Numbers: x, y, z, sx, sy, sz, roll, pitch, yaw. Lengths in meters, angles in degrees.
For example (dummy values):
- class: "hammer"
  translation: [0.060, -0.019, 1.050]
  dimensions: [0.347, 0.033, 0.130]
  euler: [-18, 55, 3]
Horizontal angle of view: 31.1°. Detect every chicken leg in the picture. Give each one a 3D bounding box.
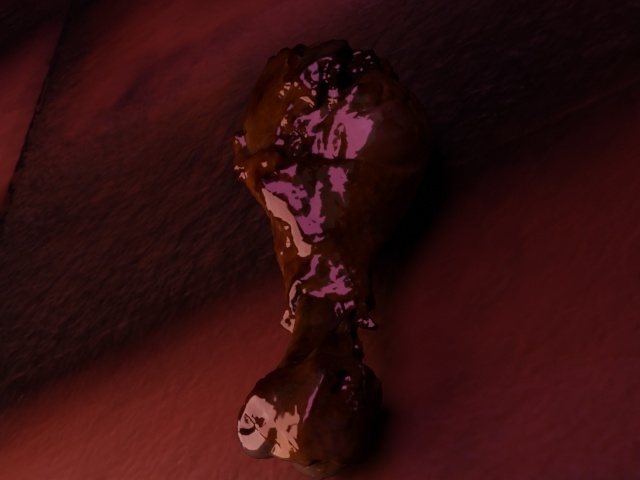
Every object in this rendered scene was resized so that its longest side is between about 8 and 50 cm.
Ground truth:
- class: "chicken leg"
  translation: [0.003, 0.001, 0.555]
  dimensions: [0.107, 0.087, 0.251]
  euler: [-40, 34, 41]
